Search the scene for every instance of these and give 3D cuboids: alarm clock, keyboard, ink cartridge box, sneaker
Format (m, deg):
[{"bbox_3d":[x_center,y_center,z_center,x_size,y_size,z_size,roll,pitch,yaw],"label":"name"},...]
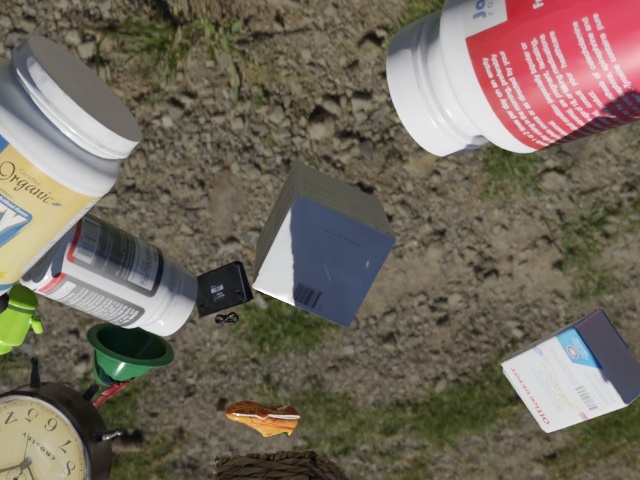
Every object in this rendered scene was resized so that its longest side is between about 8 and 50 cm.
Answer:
[{"bbox_3d":[-0.267,0.211,0.768,0.129,0.064,0.192,38,97,8],"label":"alarm clock"},{"bbox_3d":[-0.180,0.105,1.552,0.023,0.108,0.180,-8,172,-38],"label":"keyboard"},{"bbox_3d":[0.255,0.134,0.852,0.052,0.088,0.122,-27,170,-35],"label":"ink cartridge box"},{"bbox_3d":[-0.117,0.366,1.696,0.175,0.064,0.067,18,99,-34],"label":"sneaker"}]

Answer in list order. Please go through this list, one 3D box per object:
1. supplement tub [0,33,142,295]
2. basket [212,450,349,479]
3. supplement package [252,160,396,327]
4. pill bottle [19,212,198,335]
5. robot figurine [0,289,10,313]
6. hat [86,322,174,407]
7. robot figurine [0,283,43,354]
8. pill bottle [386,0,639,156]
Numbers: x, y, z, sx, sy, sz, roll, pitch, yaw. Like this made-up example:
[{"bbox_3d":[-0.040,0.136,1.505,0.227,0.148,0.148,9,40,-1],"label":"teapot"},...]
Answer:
[{"bbox_3d":[-0.265,-0.061,0.715,0.200,0.144,0.144,-43,123,10],"label":"supplement tub"},{"bbox_3d":[-0.043,0.487,1.277,0.213,0.223,0.299,-5,135,10],"label":"basket"},{"bbox_3d":[0.000,0.000,1.620,0.199,0.262,0.198,24,106,-10],"label":"supplement package"},{"bbox_3d":[-0.371,0.060,1.497,0.161,0.161,0.283,-42,130,21],"label":"pill bottle"},{"bbox_3d":[-0.478,0.002,0.990,0.173,0.209,0.278,-17,147,-5],"label":"robot figurine"},{"bbox_3d":[-0.419,0.284,1.697,0.208,0.173,0.183,9,108,-41],"label":"hat"},{"bbox_3d":[-0.485,0.119,1.314,0.101,0.067,0.115,23,92,4],"label":"robot figurine"},{"bbox_3d":[0.283,-0.229,0.920,0.408,0.229,0.229,-16,135,41],"label":"pill bottle"}]
